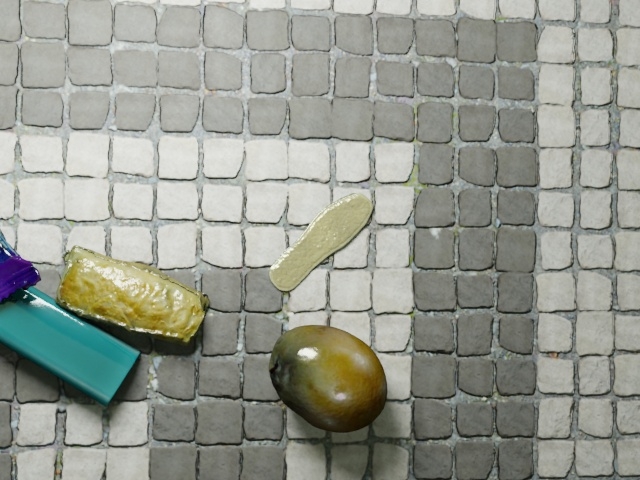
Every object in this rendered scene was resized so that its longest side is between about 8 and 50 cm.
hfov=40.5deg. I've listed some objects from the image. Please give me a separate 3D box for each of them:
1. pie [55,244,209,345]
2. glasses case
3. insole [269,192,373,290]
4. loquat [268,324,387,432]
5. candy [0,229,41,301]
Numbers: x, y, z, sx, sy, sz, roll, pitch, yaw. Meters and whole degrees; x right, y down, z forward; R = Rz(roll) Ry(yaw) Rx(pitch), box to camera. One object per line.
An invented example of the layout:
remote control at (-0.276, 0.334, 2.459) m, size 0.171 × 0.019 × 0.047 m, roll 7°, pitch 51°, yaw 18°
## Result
pie at (-0.348, 0.102, 1.589) m, size 0.282 × 0.068 × 0.129 m, roll 20°, pitch 83°, yaw -7°
glasses case at (-0.485, 0.175, 1.571) m, size 0.301 × 0.070 × 0.117 m, roll 32°, pitch 84°, yaw -5°
insole at (0.000, 0.000, 1.667) m, size 0.248 × 0.011 × 0.081 m, roll -44°, pitch 95°, yaw -6°
loquat at (0.014, 0.248, 1.586) m, size 0.227 × 0.179 × 0.179 m, roll 37°, pitch 84°, yaw -9°
candy at (-0.613, -0.002, 1.534) m, size 0.145 × 0.070 × 0.275 m, roll -31°, pitch 72°, yaw -9°
